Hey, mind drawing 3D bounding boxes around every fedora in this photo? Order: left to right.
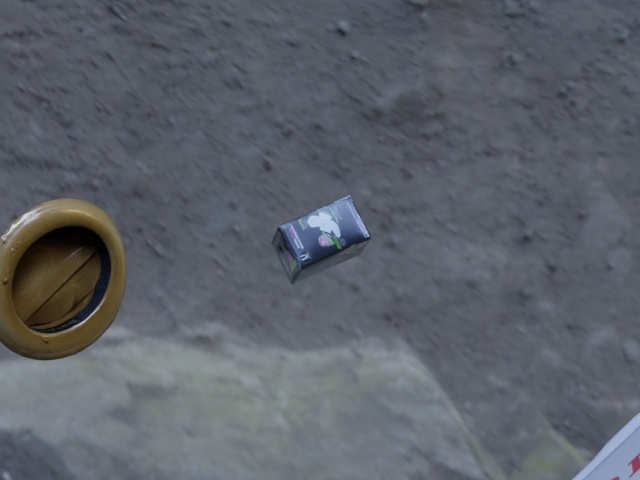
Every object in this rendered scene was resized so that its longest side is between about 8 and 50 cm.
[{"bbox_3d":[-0.314,0.041,1.857,0.194,0.079,0.194,-8,102,-39],"label":"fedora"}]

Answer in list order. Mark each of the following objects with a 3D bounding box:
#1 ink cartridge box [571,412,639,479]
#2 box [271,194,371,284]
[{"bbox_3d":[0.152,0.165,0.539,0.117,0.283,0.207,38,111,-10],"label":"ink cartridge box"},{"bbox_3d":[0.000,0.000,1.651,0.083,0.062,0.052,-23,78,-16],"label":"box"}]
